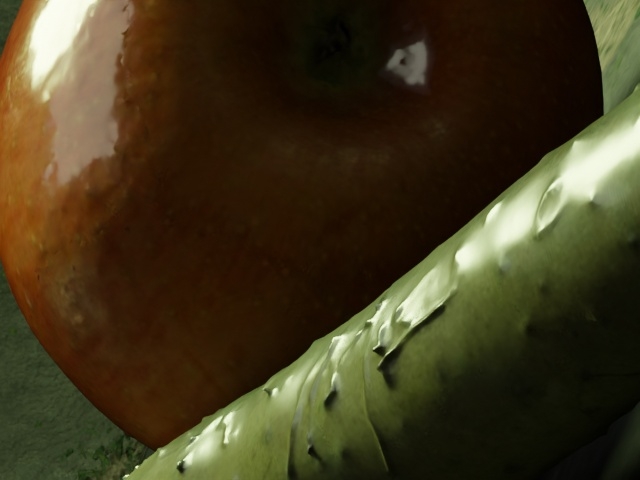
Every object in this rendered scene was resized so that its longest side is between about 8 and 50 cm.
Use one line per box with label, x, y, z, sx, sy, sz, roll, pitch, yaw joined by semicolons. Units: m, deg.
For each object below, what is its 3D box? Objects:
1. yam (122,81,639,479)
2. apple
yam;0.037;0.046;0.593;0.371;0.083;0.083;-38;23;46
apple;-0.006;-0.039;0.784;0.272;0.251;0.206;-57;7;-24
